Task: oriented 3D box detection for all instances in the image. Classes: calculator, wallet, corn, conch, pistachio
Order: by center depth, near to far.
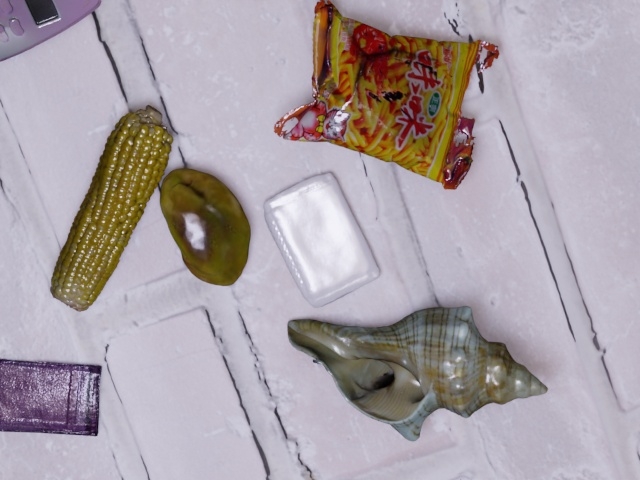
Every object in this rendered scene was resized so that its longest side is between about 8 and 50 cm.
[{"bbox_3d":[-0.472,-0.346,1.830,0.294,0.043,0.194,-24,127,-6],"label":"calculator"},{"bbox_3d":[-0.162,-0.021,1.889,0.110,0.100,0.189,-23,96,1],"label":"pistachio"},{"bbox_3d":[-0.305,-0.046,1.891,0.097,0.097,0.320,26,98,-4],"label":"corn"},{"bbox_3d":[0.140,0.190,1.903,0.386,0.169,0.203,4,72,32],"label":"conch"},{"bbox_3d":[0.000,0.000,1.930,0.124,0.032,0.183,-27,95,2],"label":"wallet"},{"bbox_3d":[-0.413,0.236,1.950,0.166,0.030,0.111,3,98,-1],"label":"wallet"}]

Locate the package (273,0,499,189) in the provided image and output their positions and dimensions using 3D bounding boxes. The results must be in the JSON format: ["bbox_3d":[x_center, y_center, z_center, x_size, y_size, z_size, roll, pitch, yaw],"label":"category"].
[{"bbox_3d":[0.096,-0.215,1.871,0.288,0.108,0.223,16,91,-10],"label":"package"}]
